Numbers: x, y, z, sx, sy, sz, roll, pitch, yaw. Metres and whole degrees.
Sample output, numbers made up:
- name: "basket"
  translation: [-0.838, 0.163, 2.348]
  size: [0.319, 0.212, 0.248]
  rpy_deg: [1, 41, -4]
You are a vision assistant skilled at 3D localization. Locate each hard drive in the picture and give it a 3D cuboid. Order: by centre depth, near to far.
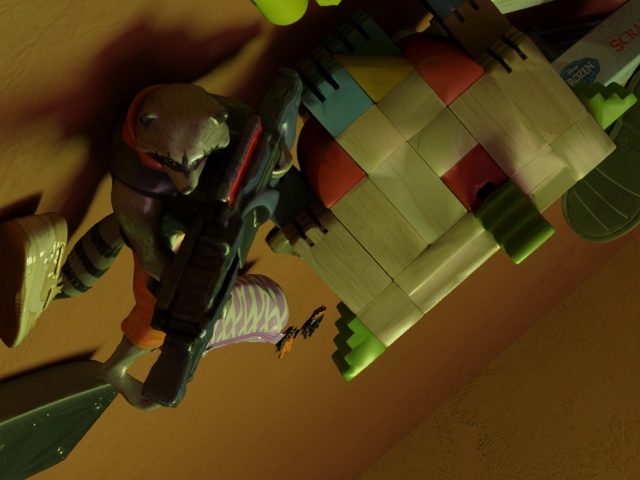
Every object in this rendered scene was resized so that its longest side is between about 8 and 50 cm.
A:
- name: "hard drive"
  translation: [-0.330, 0.206, 1.766]
  size: [0.172, 0.054, 0.254]
  rpy_deg: [-49, 162, 30]

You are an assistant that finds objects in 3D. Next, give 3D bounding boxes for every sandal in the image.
- name: "sandal"
  translation: [0.000, 0.000, 1.990]
  size: [0.072, 0.049, 0.180]
  rpy_deg: [-47, 163, 23]

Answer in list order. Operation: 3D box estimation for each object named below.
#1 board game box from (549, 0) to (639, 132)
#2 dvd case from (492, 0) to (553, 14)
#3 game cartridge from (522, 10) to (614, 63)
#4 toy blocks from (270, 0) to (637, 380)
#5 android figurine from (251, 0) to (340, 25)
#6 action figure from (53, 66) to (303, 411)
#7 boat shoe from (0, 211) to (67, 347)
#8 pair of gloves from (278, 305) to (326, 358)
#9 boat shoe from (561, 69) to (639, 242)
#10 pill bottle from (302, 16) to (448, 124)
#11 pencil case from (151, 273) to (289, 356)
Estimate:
- name: "board game box"
  translation: [0.272, -0.125, 2.002]
  size: [0.318, 0.066, 0.318]
  rpy_deg: [-38, 165, -30]
- name: "dvd case"
  translation: [0.272, -0.334, 1.757]
  size: [0.180, 0.022, 0.253]
  rpy_deg: [-21, 156, -50]
- name: "game cartridge"
  translation: [0.271, -0.183, 2.119]
  size: [0.230, 0.068, 0.355]
  rpy_deg: [-46, 165, 32]
- name: "toy blocks"
  translation: [0.077, -0.095, 1.555]
  size: [0.381, 0.261, 0.191]
  rpy_deg: [-42, -158, 4]
- name: "android figurine"
  translation: [0.036, -0.270, 1.323]
  size: [0.248, 0.056, 0.273]
  rpy_deg: [-41, 163, 2]
- name: "action figure"
  translation: [-0.145, 0.004, 1.411]
  size: [0.330, 0.178, 0.341]
  rpy_deg: [111, 0, -49]
- name: "boat shoe"
  translation: [-0.251, 0.035, 1.462]
  size: [0.059, 0.063, 0.170]
  rpy_deg: [-24, 158, -31]
- name: "pair of gloves"
  translation: [-0.028, 0.128, 2.356]
  size: [0.083, 0.010, 0.074]
  rpy_deg: [-35, 163, -28]
- name: "boat shoe"
  translation: [0.396, -0.112, 2.032]
  size: [0.104, 0.111, 0.307]
  rpy_deg: [-37, 164, -36]
- name: "pill bottle"
  translation: [0.080, -0.145, 1.677]
  size: [0.184, 0.103, 0.103]
  rpy_deg: [-42, 165, 3]
- name: "pencil case"
  translation: [-0.111, 0.085, 1.890]
  size: [0.086, 0.088, 0.206]
  rpy_deg: [-45, 165, 23]
